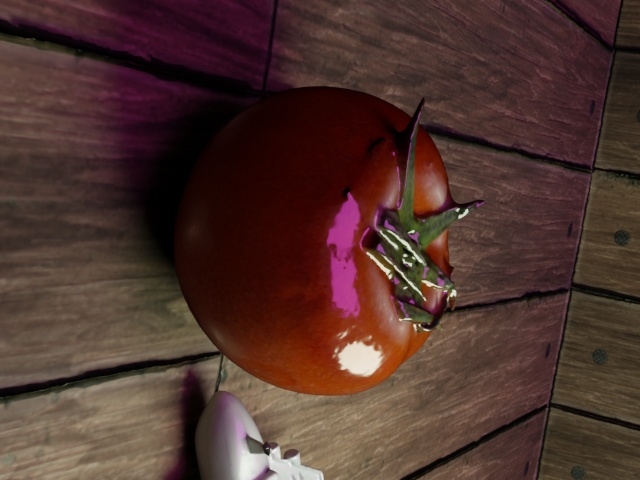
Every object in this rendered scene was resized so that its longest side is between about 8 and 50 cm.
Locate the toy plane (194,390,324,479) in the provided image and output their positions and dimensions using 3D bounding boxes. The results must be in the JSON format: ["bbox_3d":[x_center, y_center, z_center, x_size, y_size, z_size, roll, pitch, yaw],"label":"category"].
[{"bbox_3d":[-0.070,0.256,0.963,0.251,0.101,0.255,-27,125,-43],"label":"toy plane"}]

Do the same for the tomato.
[{"bbox_3d":[0.000,0.000,0.861,0.256,0.224,0.256,-23,118,-55],"label":"tomato"}]
